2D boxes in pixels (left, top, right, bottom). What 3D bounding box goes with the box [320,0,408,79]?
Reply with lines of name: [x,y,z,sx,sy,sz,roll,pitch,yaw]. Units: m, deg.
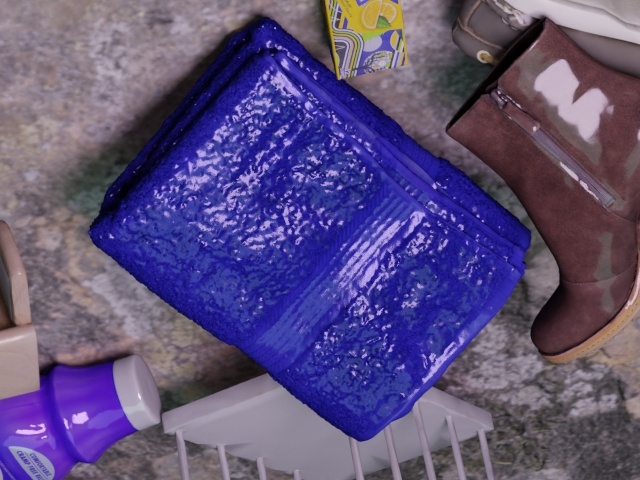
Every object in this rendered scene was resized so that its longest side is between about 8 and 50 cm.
box: [0.026,-0.200,1.434,0.059,0.054,0.169,-12,138,-1]

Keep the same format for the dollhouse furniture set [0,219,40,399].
dollhouse furniture set: [-0.382,-0.023,1.357,0.303,0.286,0.198,-14,140,-16]

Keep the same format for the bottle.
bottle: [-0.283,0.179,1.749,0.283,0.092,0.118,-19,137,8]

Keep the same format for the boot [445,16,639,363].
boot: [0.180,-0.035,1.492,0.207,0.090,0.248,31,122,-11]

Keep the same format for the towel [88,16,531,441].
towel: [0.000,0.000,1.522,0.308,0.076,0.227,38,91,-22]

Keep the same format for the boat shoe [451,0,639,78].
boat shoe: [0.247,-0.145,1.512,0.305,0.109,0.091,17,131,-21]

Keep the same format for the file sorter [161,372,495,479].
file sorter: [0.024,0.233,1.759,0.193,0.173,0.278,-23,152,26]
